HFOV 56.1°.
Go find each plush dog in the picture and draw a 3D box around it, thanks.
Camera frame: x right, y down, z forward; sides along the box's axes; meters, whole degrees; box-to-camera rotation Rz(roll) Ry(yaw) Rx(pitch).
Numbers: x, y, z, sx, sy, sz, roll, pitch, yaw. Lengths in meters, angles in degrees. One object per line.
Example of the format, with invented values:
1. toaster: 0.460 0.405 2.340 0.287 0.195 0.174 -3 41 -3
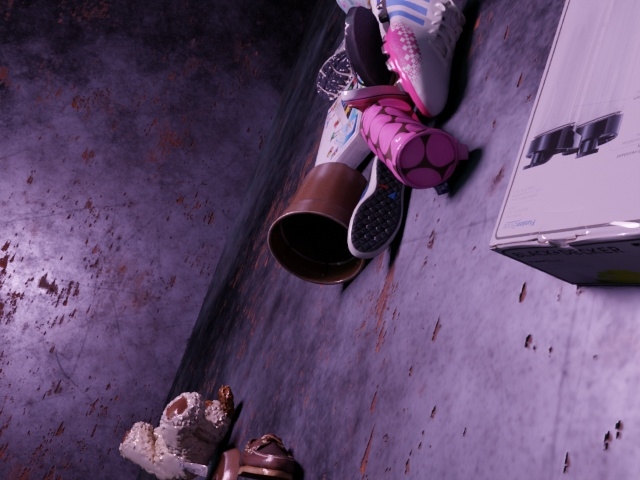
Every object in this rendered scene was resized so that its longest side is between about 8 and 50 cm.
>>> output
1. plush dog: -0.289 0.450 1.385 0.262 0.211 0.225 -36 0 29

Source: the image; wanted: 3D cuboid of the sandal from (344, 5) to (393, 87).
1. sandal: 0.084 -0.322 1.099 0.254 0.054 0.097 47 -123 -62

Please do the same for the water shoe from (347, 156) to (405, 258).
1. water shoe: 0.094 -0.048 0.944 0.080 0.072 0.203 100 -169 -62

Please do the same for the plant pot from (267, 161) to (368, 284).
1. plant pot: 0.013 -0.038 1.041 0.167 0.167 0.165 -53 11 45

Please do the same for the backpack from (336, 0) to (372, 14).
1. backpack: 0.112 -0.597 1.372 0.188 0.144 0.166 39 -111 -57

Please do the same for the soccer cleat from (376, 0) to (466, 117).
1. soccer cleat: 0.176 -0.338 0.971 0.143 0.116 0.331 -27 44 23

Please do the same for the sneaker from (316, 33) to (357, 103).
1. sneaker: 0.092 -0.488 1.586 0.283 0.110 0.122 -55 1 33

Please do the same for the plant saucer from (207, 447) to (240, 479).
1. plant saucer: -0.214 0.517 1.259 0.168 0.029 0.169 -158 90 -76

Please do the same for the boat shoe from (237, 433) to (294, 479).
1. boat shoe: -0.090 0.348 0.967 0.207 0.073 0.073 141 147 -62

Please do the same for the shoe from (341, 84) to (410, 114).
1. shoe: 0.097 -0.210 0.983 0.063 0.178 0.081 4 104 36

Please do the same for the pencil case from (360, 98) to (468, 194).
1. pencil case: 0.125 -0.143 0.854 0.209 0.098 0.095 -113 3 -61

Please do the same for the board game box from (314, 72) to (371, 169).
1. board game box: 0.064 -0.253 1.324 0.193 0.053 0.305 -47 23 43

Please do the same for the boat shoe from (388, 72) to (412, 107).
1. boat shoe: 0.127 -0.251 1.091 0.190 0.072 0.068 -68 14 -3

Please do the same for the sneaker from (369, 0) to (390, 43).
1. sneaker: 0.180 -0.545 1.239 0.316 0.127 0.182 -68 16 4

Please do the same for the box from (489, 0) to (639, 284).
1. box: 0.240 -0.115 0.432 0.290 0.087 0.169 -70 14 -11
